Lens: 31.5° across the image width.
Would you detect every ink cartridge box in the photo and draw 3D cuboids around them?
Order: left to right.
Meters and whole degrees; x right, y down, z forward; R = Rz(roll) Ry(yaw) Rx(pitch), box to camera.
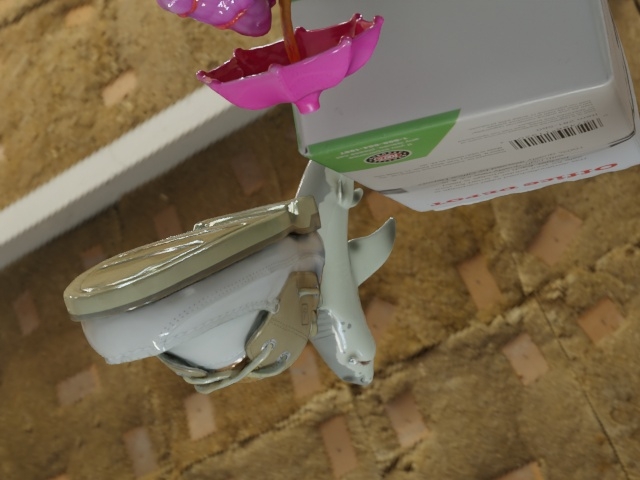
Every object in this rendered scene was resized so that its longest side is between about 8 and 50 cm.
[{"bbox_3d":[0.093,-0.087,0.655,0.160,0.219,0.092,-12,-100,18],"label":"ink cartridge box"}]

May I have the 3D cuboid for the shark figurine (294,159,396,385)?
[{"bbox_3d":[-0.007,-0.027,0.965,0.116,0.166,0.278,1,-102,39],"label":"shark figurine"}]

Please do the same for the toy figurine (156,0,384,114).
[{"bbox_3d":[-0.026,-0.137,0.484,0.130,0.173,0.159,-9,-109,48],"label":"toy figurine"}]

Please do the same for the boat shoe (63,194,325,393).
[{"bbox_3d":[-0.052,0.039,0.707,0.113,0.302,0.103,-12,-85,19],"label":"boat shoe"}]
